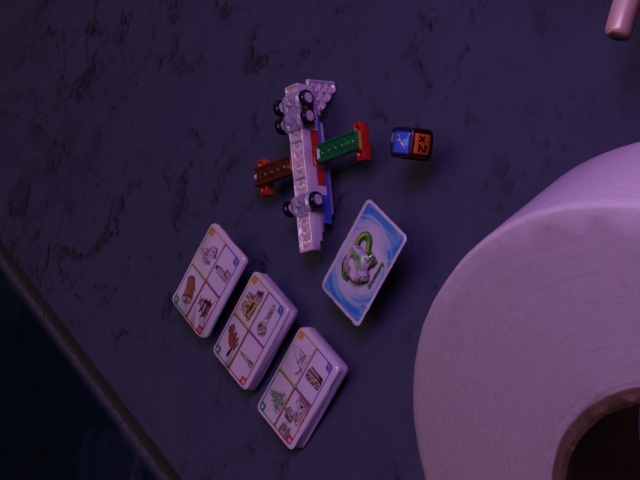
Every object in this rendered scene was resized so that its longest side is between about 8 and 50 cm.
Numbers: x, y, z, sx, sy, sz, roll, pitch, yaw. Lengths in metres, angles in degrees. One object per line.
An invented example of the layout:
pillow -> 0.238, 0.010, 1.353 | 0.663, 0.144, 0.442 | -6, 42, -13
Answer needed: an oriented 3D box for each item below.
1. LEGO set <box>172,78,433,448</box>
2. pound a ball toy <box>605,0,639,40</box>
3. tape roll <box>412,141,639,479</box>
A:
LEGO set -> 0.000, 0.000, 1.274 | 0.182, 0.060, 0.244 | 47, 119, 39
pound a ball toy -> 0.263, -0.142, 1.008 | 0.208, 0.136, 0.319 | 163, 118, -69
tape roll -> 0.211, 0.136, 0.807 | 0.392, 0.072, 0.392 | 30, 139, 30
